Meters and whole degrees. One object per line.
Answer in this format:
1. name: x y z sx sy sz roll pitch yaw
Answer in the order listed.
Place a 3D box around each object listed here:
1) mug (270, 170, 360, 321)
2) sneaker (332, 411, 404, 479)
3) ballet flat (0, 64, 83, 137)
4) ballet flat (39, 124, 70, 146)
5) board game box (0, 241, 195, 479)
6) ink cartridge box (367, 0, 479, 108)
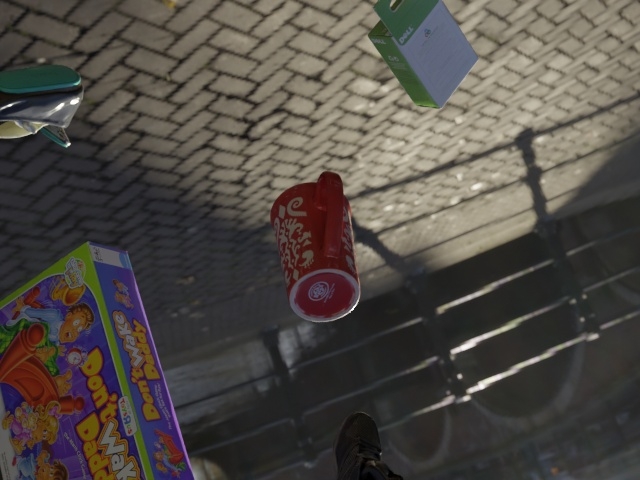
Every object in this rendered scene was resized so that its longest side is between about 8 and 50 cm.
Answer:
1. mug: -0.009 0.004 1.159 0.113 0.169 0.150 -14 130 4
2. sneaker: 0.072 0.331 1.302 0.087 0.227 0.130 31 128 -11
3. ballet flat: -0.311 -0.122 0.809 0.203 0.074 0.074 -10 159 -46
4. ballet flat: -0.411 -0.177 1.305 0.041 0.114 0.041 -60 169 -20
5. board game box: -0.312 0.210 1.139 0.233 0.347 0.078 -32 155 21
6. ink cartridge box: 0.143 -0.310 1.335 0.109 0.062 0.209 -52 127 -13
